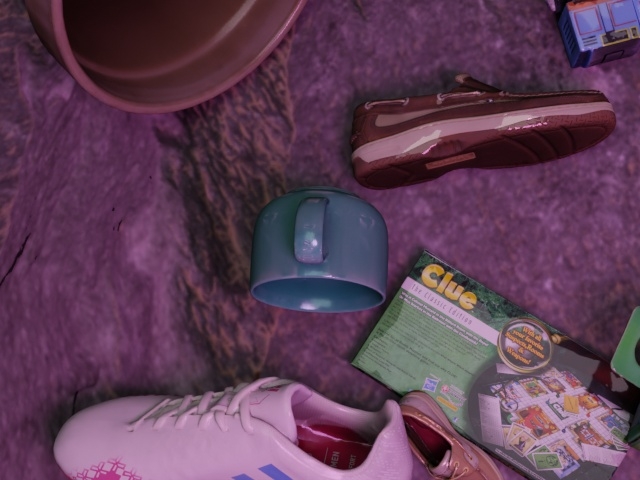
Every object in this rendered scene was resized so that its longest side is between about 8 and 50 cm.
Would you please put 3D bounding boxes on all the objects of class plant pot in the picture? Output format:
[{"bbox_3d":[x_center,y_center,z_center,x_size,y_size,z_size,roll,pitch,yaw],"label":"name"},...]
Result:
[{"bbox_3d":[-0.194,-0.333,1.143,0.323,0.323,0.280,-45,59,-6],"label":"plant pot"}]

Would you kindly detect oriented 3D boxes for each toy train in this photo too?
[{"bbox_3d":[0.319,-0.240,1.155,0.184,0.080,0.105,-14,83,1],"label":"toy train"}]

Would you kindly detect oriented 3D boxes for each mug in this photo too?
[{"bbox_3d":[0.006,0.003,1.086,0.129,0.158,0.097,12,70,-25],"label":"mug"}]

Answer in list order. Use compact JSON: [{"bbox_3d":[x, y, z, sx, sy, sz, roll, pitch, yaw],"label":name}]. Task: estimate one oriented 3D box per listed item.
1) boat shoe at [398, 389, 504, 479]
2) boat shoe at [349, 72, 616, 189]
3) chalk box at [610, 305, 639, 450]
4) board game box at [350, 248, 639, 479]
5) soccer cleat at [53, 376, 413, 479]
[{"bbox_3d":[0.115,0.200,1.064,0.135,0.045,0.050,45,121,7],"label":"boat shoe"},{"bbox_3d":[0.153,-0.124,1.135,0.257,0.095,0.095,-9,69,5],"label":"boat shoe"},{"bbox_3d":[0.354,0.133,1.003,0.213,0.132,0.132,26,71,7],"label":"chalk box"},{"bbox_3d":[0.172,0.131,1.098,0.259,0.030,0.136,32,84,14],"label":"board game box"},{"bbox_3d":[-0.079,0.170,1.049,0.331,0.143,0.116,6,42,4],"label":"soccer cleat"}]
